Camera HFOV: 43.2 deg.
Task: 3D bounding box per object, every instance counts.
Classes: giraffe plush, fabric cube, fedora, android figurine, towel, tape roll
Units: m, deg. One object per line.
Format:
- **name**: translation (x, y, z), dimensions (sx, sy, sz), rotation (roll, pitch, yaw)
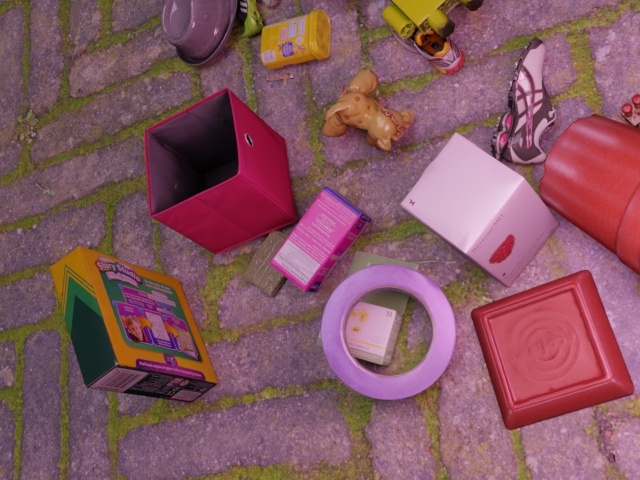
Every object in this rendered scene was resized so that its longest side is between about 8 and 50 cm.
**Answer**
- **giraffe plush**: translation (0.119, -0.284, 1.862), dimensions (0.170, 0.210, 0.181), rotation (35, 89, 3)
- **fabric cube**: translation (-0.236, -0.156, 1.932), dimensions (0.259, 0.258, 0.254), rotation (-23, 58, 21)
- **fedora**: translation (-0.348, -0.623, 2.211), dimensions (0.243, 0.124, 0.275), rotation (3, 81, 40)
- **android figurine**: translation (0.244, -0.578, 1.831), dimensions (0.248, 0.056, 0.273), rotation (-44, 55, 11)
- **towel**: translation (-0.113, 0.053, 1.950), dimensions (0.110, 0.027, 0.148), rotation (32, 90, 31)
- **tape roll**: translation (0.140, 0.189, 1.673), dimensions (0.275, 0.090, 0.275), rotation (-1, 81, 5)

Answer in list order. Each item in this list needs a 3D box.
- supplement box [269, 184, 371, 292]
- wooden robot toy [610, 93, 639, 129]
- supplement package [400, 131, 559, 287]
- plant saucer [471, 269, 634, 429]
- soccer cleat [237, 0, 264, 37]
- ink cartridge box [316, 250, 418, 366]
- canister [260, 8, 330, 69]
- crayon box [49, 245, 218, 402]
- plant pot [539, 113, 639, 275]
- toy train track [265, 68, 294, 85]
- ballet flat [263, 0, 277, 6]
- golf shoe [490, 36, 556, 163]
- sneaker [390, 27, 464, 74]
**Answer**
- **supplement box**: translation (0.000, 0.000, 1.841), dimensions (0.114, 0.111, 0.220), rotation (39, 96, 15)
- **wooden robot toy**: translation (0.633, -0.238, 1.610), dimensions (0.173, 0.076, 0.079), rotation (-44, 72, 13)
- **supplement package**: translation (0.320, -0.051, 1.588), dimensions (0.175, 0.293, 0.177), rotation (41, 97, 32)
- **plant saucer**: translation (0.442, 0.211, 1.585), dimensions (0.258, 0.048, 0.259), rotation (-23, 66, 21)
- **soccer cleat**: translation (-0.200, -0.638, 2.188), dimensions (0.072, 0.060, 0.179), rotation (-24, 71, 39)
- **ink cartridge box**: translation (0.104, 0.143, 1.788), dimensions (0.171, 0.056, 0.235), rotation (13, 83, 31)
- **canister**: translation (-0.066, -0.512, 2.073), dimensions (0.170, 0.073, 0.126), rotation (-7, 71, 28)
- **crayon box**: translation (-0.427, 0.202, 1.876), dimensions (0.106, 0.363, 0.313), rotation (-36, 61, 15)
- **plant pot**: translation (0.572, -0.093, 1.499), dimensions (0.265, 0.272, 0.272), rotation (38, 94, 40)
- **toy train track**: translation (-0.108, -0.425, 2.103), dimensions (0.083, 0.014, 0.048), rotation (0, 74, 29)
- **ballet flat**: translation (-0.128, -0.712, 2.177), dimensions (0.057, 0.052, 0.168), rotation (1, 77, -12)
- **golf shoe**: translation (0.450, -0.292, 1.721), dimensions (0.120, 0.105, 0.273), rotation (16, 88, 16)
- **sneaker**: translation (0.241, -0.479, 1.883), dimensions (0.088, 0.093, 0.225), rotation (-51, 57, 7)
